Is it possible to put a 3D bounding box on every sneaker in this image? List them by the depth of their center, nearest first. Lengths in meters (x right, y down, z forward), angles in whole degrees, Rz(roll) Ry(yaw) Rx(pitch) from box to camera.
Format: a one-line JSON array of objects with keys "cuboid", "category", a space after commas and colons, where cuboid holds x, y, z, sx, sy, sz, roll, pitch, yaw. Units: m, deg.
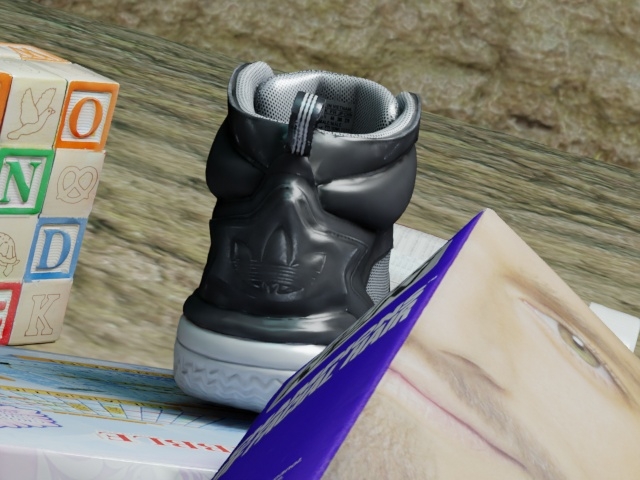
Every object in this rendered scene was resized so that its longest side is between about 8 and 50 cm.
[{"cuboid": [0.000, 0.000, 0.792, 0.101, 0.153, 0.268, 11, 0, 4], "category": "sneaker"}]

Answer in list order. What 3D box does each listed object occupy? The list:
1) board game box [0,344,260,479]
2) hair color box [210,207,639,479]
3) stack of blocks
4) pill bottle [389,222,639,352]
[{"cuboid": [-0.062, 0.102, 0.725, 0.319, 0.066, 0.318, 10, 0, -23], "category": "board game box"}, {"cuboid": [0.041, 0.130, 0.418, 0.185, 0.110, 0.339, 46, 21, -2], "category": "hair color box"}, {"cuboid": [-0.264, -0.028, 0.943, 0.087, 0.171, 0.297, 25, 17, 35], "category": "stack of blocks"}, {"cuboid": [0.083, 0.063, 1.078, 0.221, 0.121, 0.121, 18, 14, 9], "category": "pill bottle"}]
